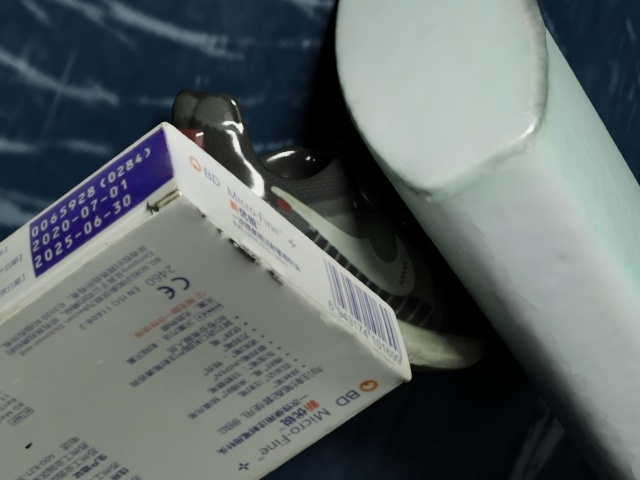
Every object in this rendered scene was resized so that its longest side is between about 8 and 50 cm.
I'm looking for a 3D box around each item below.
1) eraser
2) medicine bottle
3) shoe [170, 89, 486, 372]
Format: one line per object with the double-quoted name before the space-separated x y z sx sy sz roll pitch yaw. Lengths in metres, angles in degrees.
"eraser" 0.120 -0.001 0.948 0.104 0.189 0.290 -31 126 8
"medicine bottle" -0.085 0.063 0.792 0.201 0.052 0.171 -36 132 18
"shoe" 0.000 0.000 0.900 0.227 0.099 0.112 12 85 -42
